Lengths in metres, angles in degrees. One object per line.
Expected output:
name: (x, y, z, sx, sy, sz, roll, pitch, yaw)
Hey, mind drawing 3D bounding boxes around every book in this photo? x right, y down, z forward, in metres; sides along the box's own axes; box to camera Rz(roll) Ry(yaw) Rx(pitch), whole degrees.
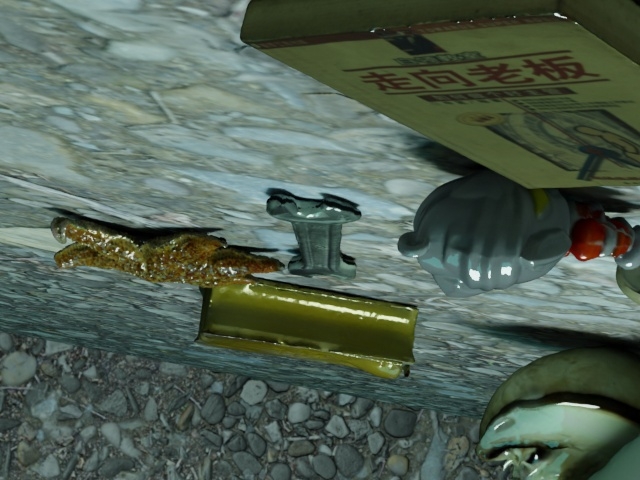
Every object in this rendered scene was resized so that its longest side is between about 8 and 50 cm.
book: (0.099, -0.063, 0.613, 0.161, 0.026, 0.231, 1, 167, 41)

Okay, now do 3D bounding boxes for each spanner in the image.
spanner: (0.000, 0.000, 1.111, 0.071, 0.017, 0.302, 5, 169, 4)

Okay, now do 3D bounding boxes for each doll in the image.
doll: (0.119, -0.004, 0.822, 0.180, 0.079, 0.094, 0, -159, -33)

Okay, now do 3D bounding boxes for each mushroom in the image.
mushroom: (0.308, 0.197, 1.533, 0.267, 0.164, 0.189, 14, 127, -2)

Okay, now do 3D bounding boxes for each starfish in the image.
starfish: (-0.138, 0.019, 1.284, 0.227, 0.043, 0.240, 2, 171, 39)

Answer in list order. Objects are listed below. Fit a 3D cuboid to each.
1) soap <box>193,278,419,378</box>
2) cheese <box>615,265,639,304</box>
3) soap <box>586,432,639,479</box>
soap: (-0.019, 0.094, 1.508, 0.233, 0.076, 0.135, 12, 169, -8)
cheese: (0.277, 0.042, 1.025, 0.097, 0.037, 0.192, 6, 169, 23)
soap: (0.431, 0.343, 1.447, 0.347, 0.115, 0.208, 29, 127, -12)
